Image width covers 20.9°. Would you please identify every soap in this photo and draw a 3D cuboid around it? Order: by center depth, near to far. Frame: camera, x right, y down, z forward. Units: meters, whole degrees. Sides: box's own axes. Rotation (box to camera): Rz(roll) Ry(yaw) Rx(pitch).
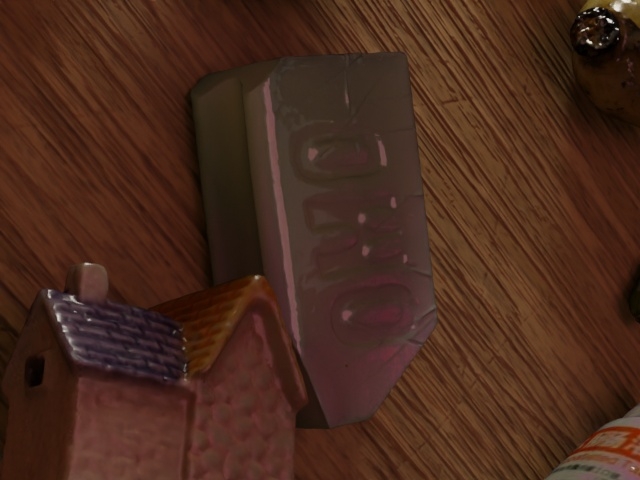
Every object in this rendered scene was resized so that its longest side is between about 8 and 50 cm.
[{"bbox_3d":[0.000,0.000,1.666,0.208,0.115,0.346,-7,92,-40],"label":"soap"}]

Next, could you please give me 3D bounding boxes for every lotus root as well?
[{"bbox_3d":[0.382,-0.206,1.992,0.284,0.146,0.160,14,58,-46],"label":"lotus root"}]

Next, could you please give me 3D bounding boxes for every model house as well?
[{"bbox_3d":[-0.159,0.147,1.473,0.237,0.202,0.237,14,71,-31],"label":"model house"}]

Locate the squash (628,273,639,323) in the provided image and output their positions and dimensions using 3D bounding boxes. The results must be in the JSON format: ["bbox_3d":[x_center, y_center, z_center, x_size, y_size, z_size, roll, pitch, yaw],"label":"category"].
[{"bbox_3d":[0.410,0.026,2.057,0.052,0.052,0.183,45,58,-29],"label":"squash"}]

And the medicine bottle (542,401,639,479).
[{"bbox_3d":[0.339,0.314,1.861,0.388,0.219,0.219,-35,109,-35],"label":"medicine bottle"}]
